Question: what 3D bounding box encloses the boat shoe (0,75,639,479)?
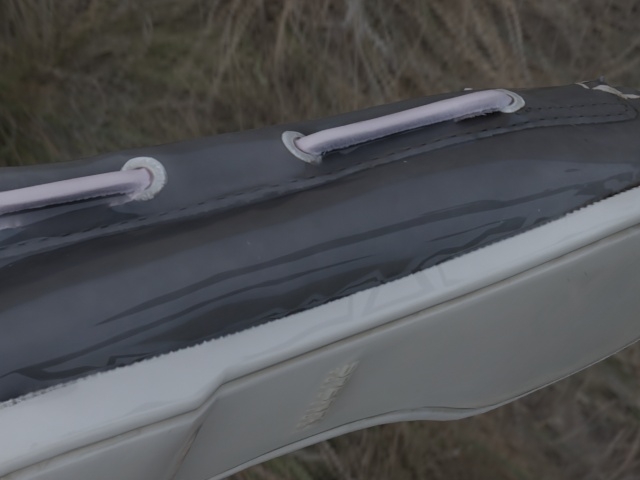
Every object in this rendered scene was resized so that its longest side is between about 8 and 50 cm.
[{"bbox_3d":[0.000,0.000,0.463,0.335,0.112,0.095,-16,63,-38],"label":"boat shoe"}]
